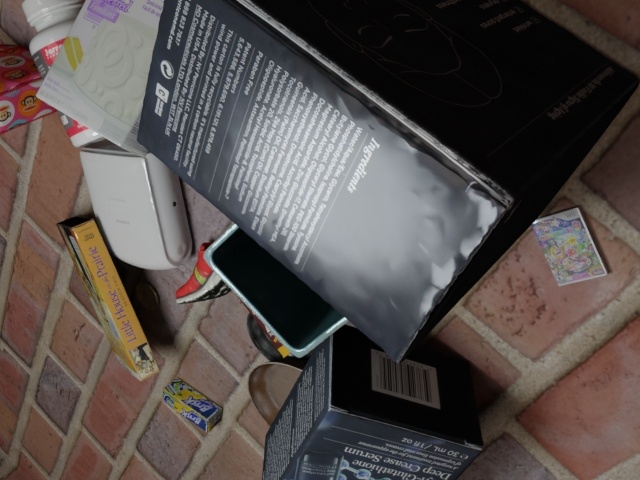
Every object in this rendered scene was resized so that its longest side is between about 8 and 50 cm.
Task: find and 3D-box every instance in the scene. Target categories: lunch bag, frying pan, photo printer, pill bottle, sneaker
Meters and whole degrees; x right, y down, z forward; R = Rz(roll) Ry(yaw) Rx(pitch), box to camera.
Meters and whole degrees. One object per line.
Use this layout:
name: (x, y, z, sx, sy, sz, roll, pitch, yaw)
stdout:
lunch bag: (-0.786, -0.365, 1.714, 0.258, 0.293, 0.120, 28, 132, 23)
frying pan: (-0.018, 0.238, 1.596, 0.326, 0.053, 0.197, 24, 132, 15)
photo printer: (-0.434, -0.077, 1.715, 0.256, 0.107, 0.307, 10, 119, 34)
pill bottle: (-0.520, -0.379, 1.576, 0.176, 0.176, 0.318, -11, 106, 41)
sneaker: (-0.252, 0.064, 1.676, 0.279, 0.107, 0.118, -35, 71, 40)

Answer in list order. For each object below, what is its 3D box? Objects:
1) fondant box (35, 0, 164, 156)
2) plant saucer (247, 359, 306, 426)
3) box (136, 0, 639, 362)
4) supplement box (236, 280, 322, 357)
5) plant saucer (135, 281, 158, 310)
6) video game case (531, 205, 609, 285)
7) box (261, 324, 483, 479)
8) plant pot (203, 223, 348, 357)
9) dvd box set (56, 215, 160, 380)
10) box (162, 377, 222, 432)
fondant box: (-0.374, -0.365, 1.409, 0.238, 0.096, 0.330, 30, 92, 20)
plant saucer: (-0.028, 0.383, 1.653, 0.310, 0.050, 0.311, 20, 134, 22)
box: (0.100, -0.181, 0.994, 0.472, 0.480, 0.297, 39, 133, 16)
supplement box: (-0.043, 0.089, 1.442, 0.194, 0.191, 0.129, 52, 134, 3)
plant saucer: (-0.456, 0.146, 1.913, 0.083, 0.015, 0.083, 17, 122, 30)
video game case: (0.405, 0.011, 1.177, 0.087, 0.011, 0.122, -20, 100, 43)
box: (0.080, 0.391, 1.400, 0.293, 0.212, 0.395, 17, 128, -12)
plant pot: (0.000, 0.000, 1.279, 0.248, 0.252, 0.247, 47, 122, -3)
dvd box set: (-0.560, 0.141, 1.884, 0.307, 0.062, 0.420, 9, 121, 63)
box: (-0.348, 0.446, 1.956, 0.169, 0.059, 0.054, 27, 129, 25)
